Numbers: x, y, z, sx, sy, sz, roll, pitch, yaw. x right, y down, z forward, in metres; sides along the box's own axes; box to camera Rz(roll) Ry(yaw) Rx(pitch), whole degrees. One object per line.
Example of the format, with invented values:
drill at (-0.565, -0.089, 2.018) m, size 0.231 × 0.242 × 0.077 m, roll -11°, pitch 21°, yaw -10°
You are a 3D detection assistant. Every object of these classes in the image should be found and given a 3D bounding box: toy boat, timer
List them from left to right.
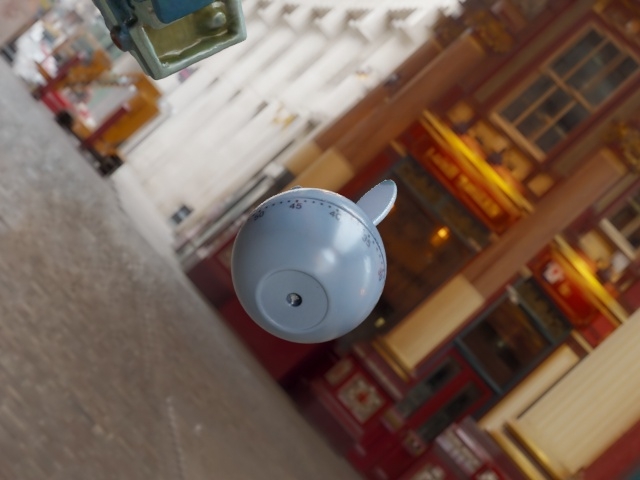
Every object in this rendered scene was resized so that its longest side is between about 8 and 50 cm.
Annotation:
toy boat at (-0.093, -0.179, 0.746) m, size 0.102 × 0.088 × 0.215 m, roll 42°, pitch -25°, yaw 49°
timer at (-0.001, 0.021, 1.373) m, size 0.175 × 0.175 × 0.255 m, roll 48°, pitch 13°, yaw 5°
